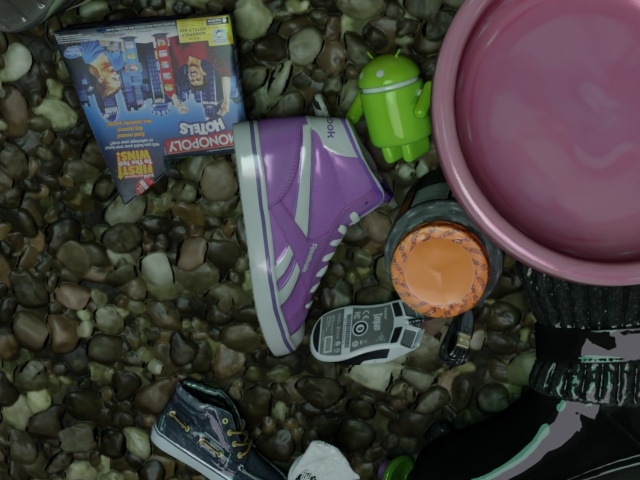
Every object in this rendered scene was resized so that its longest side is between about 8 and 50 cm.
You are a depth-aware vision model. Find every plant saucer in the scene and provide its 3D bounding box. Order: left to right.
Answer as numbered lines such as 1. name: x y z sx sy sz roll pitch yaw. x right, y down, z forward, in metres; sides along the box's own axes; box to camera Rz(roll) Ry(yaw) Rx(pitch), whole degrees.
1. plant saucer: 0.263 -0.120 1.132 0.332 0.084 0.332 1 84 -6

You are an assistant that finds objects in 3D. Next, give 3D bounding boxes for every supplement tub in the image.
1. supplement tub: 0.127 0.002 1.196 0.117 0.190 0.117 3 109 10

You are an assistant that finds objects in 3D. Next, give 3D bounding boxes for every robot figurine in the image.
1. robot figurine: 0.077 -0.139 1.227 0.101 0.067 0.115 1 111 42

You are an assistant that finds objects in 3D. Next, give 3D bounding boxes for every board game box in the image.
1. board game box: -0.170 -0.139 1.280 0.194 0.060 0.194 -3 108 11

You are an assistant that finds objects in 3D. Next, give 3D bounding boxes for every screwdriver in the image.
1. screwdriver: 0.119 0.279 1.383 0.024 0.025 0.170 18 119 4

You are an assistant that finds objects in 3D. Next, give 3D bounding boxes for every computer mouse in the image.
1. computer mouse: 0.081 0.098 1.303 0.193 0.106 0.042 -10 144 24

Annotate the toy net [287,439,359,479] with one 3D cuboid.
1. toy net: -0.009 0.312 1.376 0.122 0.045 0.232 1 118 7

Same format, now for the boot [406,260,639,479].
1. boot: 0.229 0.138 1.249 0.347 0.131 0.260 -17 109 7

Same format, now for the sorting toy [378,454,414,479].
1. sorting toy: 0.071 0.289 1.379 0.042 0.061 0.102 18 106 42

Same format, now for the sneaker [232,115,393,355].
1. sneaker: 0.000 0.000 1.262 0.161 0.102 0.282 -7 125 -5

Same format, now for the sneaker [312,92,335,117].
1. sneaker: 0.000 -0.113 1.269 0.037 0.032 0.083 -13 104 15

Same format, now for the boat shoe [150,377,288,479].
1. boat shoe: -0.103 0.234 1.382 0.183 0.065 0.083 28 109 1

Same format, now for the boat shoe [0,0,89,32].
1. boat shoe: -0.202 -0.334 1.189 0.355 0.130 0.132 -25 98 23
